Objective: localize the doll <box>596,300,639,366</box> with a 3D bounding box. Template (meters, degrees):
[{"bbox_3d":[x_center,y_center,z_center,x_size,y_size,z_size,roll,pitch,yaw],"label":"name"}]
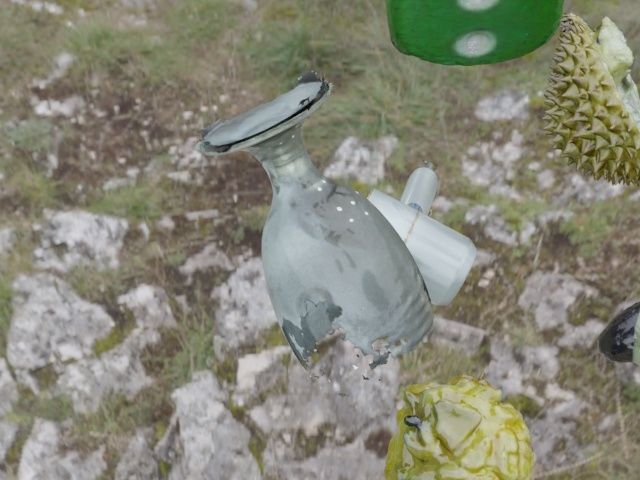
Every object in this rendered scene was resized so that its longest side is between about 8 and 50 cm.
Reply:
[{"bbox_3d":[0.496,0.135,1.474,0.143,0.135,0.234,40,21,22],"label":"doll"}]

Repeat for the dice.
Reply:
[{"bbox_3d":[0.109,-0.212,0.766,0.130,0.120,0.128,-4,62,9],"label":"dice"}]

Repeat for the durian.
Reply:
[{"bbox_3d":[0.420,-0.213,1.540,0.166,0.172,0.306,-20,77,-19],"label":"durian"}]

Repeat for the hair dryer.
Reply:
[{"bbox_3d":[0.152,-0.046,1.551,0.173,0.108,0.357,29,31,-1],"label":"hair dryer"}]

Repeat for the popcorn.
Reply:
[{"bbox_3d":[0.174,0.272,1.368,0.169,0.218,0.189,2,85,-46],"label":"popcorn"}]

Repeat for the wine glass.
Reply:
[{"bbox_3d":[0.002,-0.005,1.232,0.190,0.357,0.190,-21,18,7],"label":"wine glass"}]
